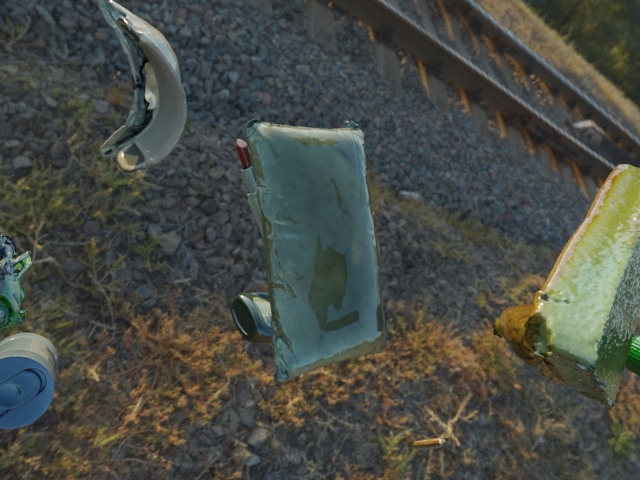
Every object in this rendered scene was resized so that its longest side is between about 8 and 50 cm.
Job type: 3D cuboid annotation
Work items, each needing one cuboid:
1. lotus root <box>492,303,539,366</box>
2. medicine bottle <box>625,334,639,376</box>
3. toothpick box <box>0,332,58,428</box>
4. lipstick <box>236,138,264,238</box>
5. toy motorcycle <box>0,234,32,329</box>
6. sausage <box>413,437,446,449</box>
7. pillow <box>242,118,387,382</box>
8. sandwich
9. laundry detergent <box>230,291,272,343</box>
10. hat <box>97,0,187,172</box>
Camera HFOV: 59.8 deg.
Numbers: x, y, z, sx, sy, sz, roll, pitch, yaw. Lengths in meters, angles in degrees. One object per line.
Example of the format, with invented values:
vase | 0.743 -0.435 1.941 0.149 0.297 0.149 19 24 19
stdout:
lotus root | 0.337 0.144 0.898 0.108 0.095 0.191 22 4 -10
medicine bottle | 0.427 0.169 0.548 0.094 0.064 0.260 0 16 -28
toothpick box | -0.435 0.197 0.804 0.101 0.153 0.101 -1 94 -22
lipstick | -0.078 -0.065 0.693 0.030 0.030 0.129 -27 103 -24
toy motorcycle | -0.557 0.085 0.983 0.106 0.074 0.190 73 7 -57
sausage | 0.171 0.321 0.877 0.015 0.100 0.015 7 66 -16
pillow | 0.000 0.000 0.668 0.184 0.074 0.303 -4 87 -40
sandwich | 0.248 0.025 0.487 0.245 0.063 0.212 37 72 -55
laundry detergent | -0.105 0.183 1.364 0.221 0.078 0.144 2 41 -47
hat | -0.224 -0.209 0.769 0.225 0.220 0.164 21 25 30
